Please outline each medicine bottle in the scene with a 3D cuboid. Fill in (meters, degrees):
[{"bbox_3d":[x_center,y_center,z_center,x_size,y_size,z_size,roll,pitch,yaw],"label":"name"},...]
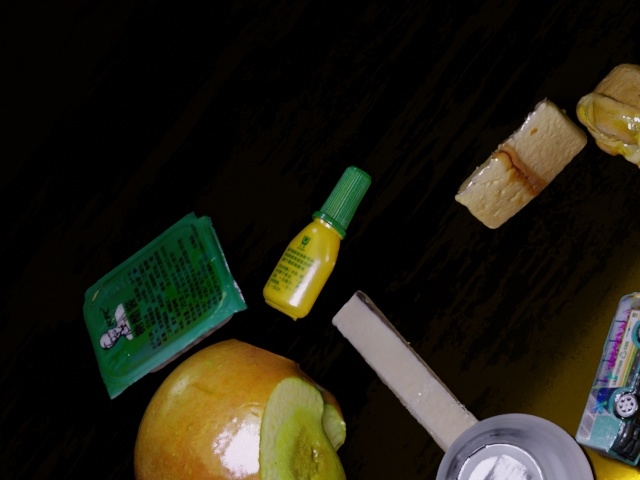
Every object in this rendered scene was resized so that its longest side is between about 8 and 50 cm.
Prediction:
[{"bbox_3d":[0.000,0.000,2.199,0.111,0.076,0.309,27,85,36],"label":"medicine bottle"}]

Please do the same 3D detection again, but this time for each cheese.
[{"bbox_3d":[0.153,0.236,2.022,0.085,0.034,0.400,-50,51,9],"label":"cheese"}]

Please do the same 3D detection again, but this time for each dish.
[{"bbox_3d":[0.287,0.389,1.811,0.260,0.085,0.260,-9,69,23],"label":"dish"}]

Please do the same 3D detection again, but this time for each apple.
[{"bbox_3d":[-0.114,0.355,1.972,0.384,0.374,0.374,25,83,8],"label":"apple"}]

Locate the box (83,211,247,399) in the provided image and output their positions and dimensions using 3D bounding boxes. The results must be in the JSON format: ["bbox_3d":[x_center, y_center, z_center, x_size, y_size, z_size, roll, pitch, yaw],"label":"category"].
[{"bbox_3d":[-0.296,0.134,2.312,0.336,0.106,0.264,-35,54,15],"label":"box"}]

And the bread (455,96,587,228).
[{"bbox_3d":[0.316,-0.159,2.006,0.240,0.178,0.135,-46,53,9],"label":"bread"}]

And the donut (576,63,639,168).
[{"bbox_3d":[0.535,-0.178,1.856,0.261,0.208,0.128,37,90,34],"label":"donut"}]

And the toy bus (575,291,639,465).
[{"bbox_3d":[0.477,0.206,1.786,0.109,0.091,0.262,5,69,53],"label":"toy bus"}]
